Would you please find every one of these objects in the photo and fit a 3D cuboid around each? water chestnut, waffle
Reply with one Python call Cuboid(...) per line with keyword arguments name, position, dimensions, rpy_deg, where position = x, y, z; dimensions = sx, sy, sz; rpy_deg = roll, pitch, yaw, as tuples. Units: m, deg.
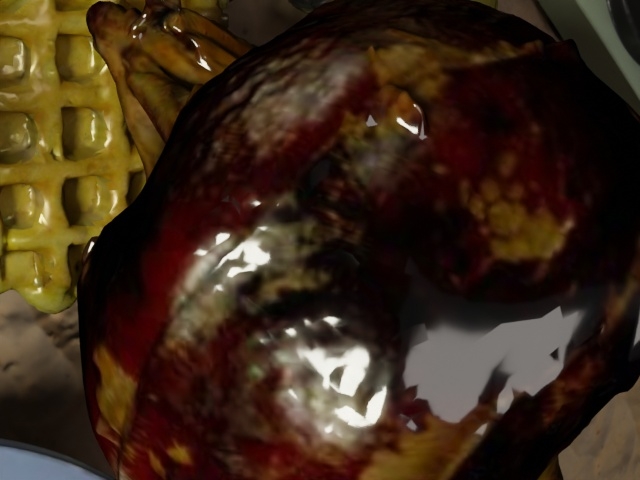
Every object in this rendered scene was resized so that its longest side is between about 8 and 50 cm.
Cuboid(name="water chestnut", position=(0.000, 0.000, 0.567), dimensions=(0.335, 0.347, 0.335), rpy_deg=(-52, 169, -14))
Cuboid(name="waffle", position=(-0.140, -0.093, 0.622), dimensions=(0.291, 0.051, 0.291), rpy_deg=(-11, 108, -34))

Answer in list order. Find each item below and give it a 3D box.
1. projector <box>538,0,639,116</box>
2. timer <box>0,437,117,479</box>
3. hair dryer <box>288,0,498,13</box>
Cuboid(name="projector", position=(0.302, -0.254, 0.918), dimensions=(0.259, 0.079, 0.257), rpy_deg=(44, 74, -35))
Cuboid(name="timer", position=(-0.208, 0.271, 0.503), dimensions=(0.394, 0.173, 0.395), rpy_deg=(13, 55, -20))
Cuboid(name="hair dryer", position=(0.016, -0.088, 0.737), dimensions=(0.135, 0.090, 0.279), rpy_deg=(19, 94, -42))
